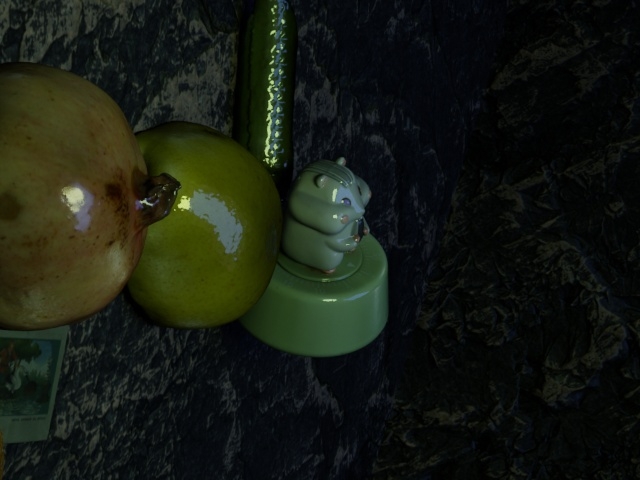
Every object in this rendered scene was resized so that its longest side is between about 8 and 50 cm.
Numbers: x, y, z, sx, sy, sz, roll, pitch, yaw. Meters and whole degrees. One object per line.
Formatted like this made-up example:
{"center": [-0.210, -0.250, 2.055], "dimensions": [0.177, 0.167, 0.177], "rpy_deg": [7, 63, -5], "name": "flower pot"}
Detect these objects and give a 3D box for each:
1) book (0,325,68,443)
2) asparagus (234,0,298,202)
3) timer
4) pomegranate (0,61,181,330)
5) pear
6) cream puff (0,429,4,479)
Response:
{"center": [-0.410, 0.138, 1.965], "dimensions": [0.215, 0.025, 0.282], "rpy_deg": [10, 88, -68], "name": "book"}
{"center": [-0.094, -0.251, 2.557], "dimensions": [0.128, 0.108, 0.382], "rpy_deg": [-9, 104, -65], "name": "asparagus"}
{"center": [0.000, 0.000, 2.529], "dimensions": [0.291, 0.291, 0.315], "rpy_deg": [-56, 162, -50], "name": "timer"}
{"center": [-0.328, -0.048, 1.705], "dimensions": [0.338, 0.338, 0.338], "rpy_deg": [7, 90, -69], "name": "pomegranate"}
{"center": [-0.166, -0.022, 2.320], "dimensions": [0.386, 0.191, 0.340], "rpy_deg": [45, 52, -66], "name": "pear"}
{"center": [-0.478, 0.283, 1.579], "dimensions": [0.303, 0.212, 0.303], "rpy_deg": [8, 90, -80], "name": "cream puff"}
